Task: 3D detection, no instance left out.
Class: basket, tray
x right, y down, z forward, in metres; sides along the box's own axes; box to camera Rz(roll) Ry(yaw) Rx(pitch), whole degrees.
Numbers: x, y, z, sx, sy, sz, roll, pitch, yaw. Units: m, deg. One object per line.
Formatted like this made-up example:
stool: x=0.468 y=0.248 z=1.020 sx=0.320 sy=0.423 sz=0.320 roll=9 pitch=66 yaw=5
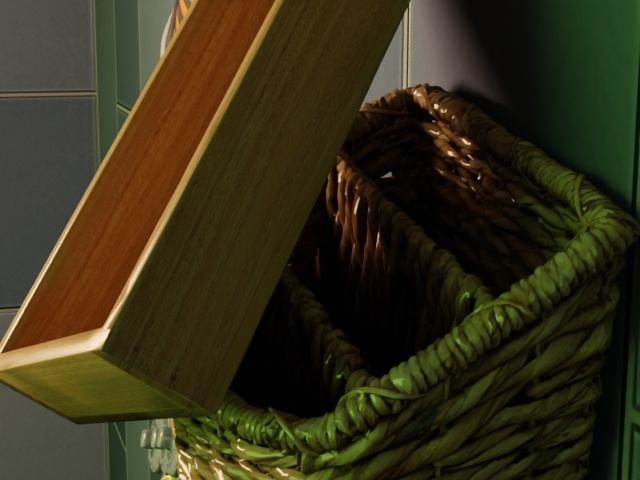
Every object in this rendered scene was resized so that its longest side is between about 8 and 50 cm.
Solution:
basket: x=0.016 y=0.042 z=0.729 sx=0.299 sy=0.214 sz=0.223 roll=-126 pitch=36 yaw=-61
tray: x=-0.043 y=-0.090 z=0.728 sx=0.203 sy=0.076 sz=0.410 roll=-17 pitch=43 yaw=59

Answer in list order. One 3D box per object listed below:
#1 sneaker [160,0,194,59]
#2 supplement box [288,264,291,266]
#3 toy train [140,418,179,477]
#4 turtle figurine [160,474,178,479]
sneaker: x=-0.083 y=-0.247 z=1.167 sx=0.180 sy=0.125 sz=0.321 roll=145 pitch=121 yaw=-72
supplement box: x=-0.080 y=0.010 z=1.079 sx=0.194 sy=0.129 sz=0.191 roll=-113 pitch=27 yaw=-66
toy train: x=-0.110 y=0.167 z=1.340 sx=0.334 sy=0.142 sz=0.190 roll=148 pitch=130 yaw=-73
turtle figurine: x=-0.177 y=0.389 z=1.667 sx=0.217 sy=0.087 sz=0.269 roll=55 pitch=137 yaw=48
